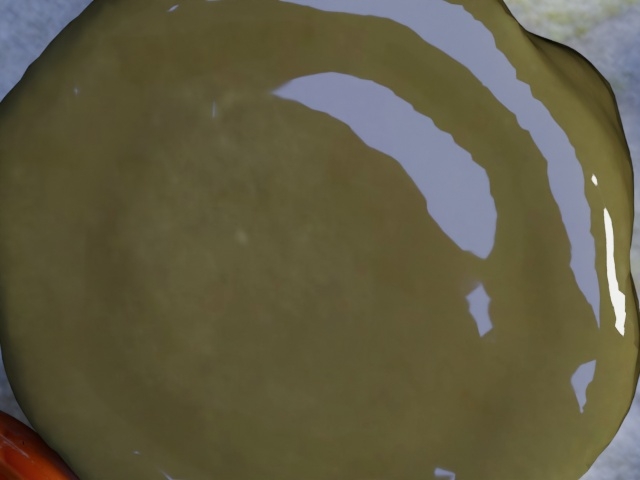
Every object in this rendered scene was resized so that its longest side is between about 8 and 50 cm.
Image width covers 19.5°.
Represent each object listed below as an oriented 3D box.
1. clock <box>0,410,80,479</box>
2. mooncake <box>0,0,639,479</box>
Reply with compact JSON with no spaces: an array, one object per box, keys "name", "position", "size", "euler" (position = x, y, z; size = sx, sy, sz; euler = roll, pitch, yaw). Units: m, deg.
[{"name":"clock","position":[-0.169,0.185,1.129],"size":[0.051,0.205,0.205],"euler":[-42,96,-27]},{"name":"mooncake","position":[0.000,0.000,1.068],"size":[0.378,0.201,0.378],"euler":[2,102,10]}]
